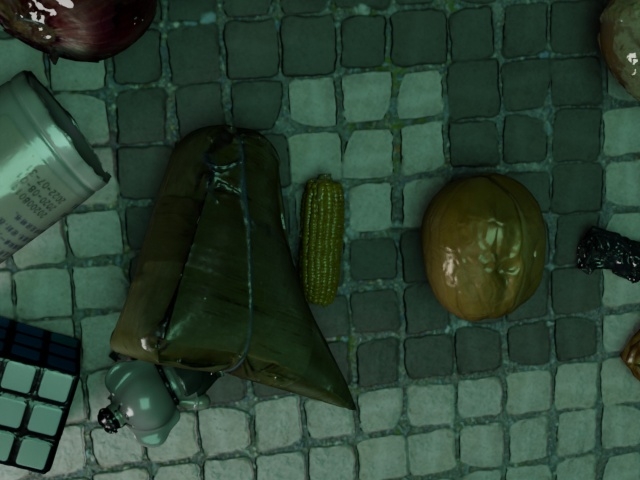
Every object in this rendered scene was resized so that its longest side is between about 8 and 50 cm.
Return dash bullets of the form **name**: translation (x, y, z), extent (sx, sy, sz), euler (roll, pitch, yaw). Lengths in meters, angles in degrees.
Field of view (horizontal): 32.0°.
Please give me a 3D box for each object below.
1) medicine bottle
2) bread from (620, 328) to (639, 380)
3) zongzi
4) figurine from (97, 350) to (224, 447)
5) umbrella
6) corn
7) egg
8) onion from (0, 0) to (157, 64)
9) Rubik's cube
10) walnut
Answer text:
- **medicine bottle**: translation (-0.469, -0.058, 1.495), extent (0.332, 0.190, 0.190), euler (-36, 107, -1)
- **bread**: translation (0.618, 0.190, 1.817), extent (0.222, 0.096, 0.181), euler (31, 96, -14)
- **zongzi**: translation (-0.073, 0.037, 1.608), extent (0.392, 0.174, 0.356), euler (19, 79, -28)
- **figurine**: translation (-0.239, 0.219, 1.636), extent (0.192, 0.126, 0.147), euler (-28, 101, -19)
- **umbrella**: translation (0.521, 0.029, 1.777), extent (0.224, 0.071, 0.080), euler (3, 130, -17)
- **corn**: translation (0.000, 0.000, 1.666), extent (0.068, 0.068, 0.207), euler (1, 106, -11)
- **egg**: translation (0.522, -0.291, 1.631), extent (0.245, 0.203, 0.203), euler (38, 94, -11)
- **onion**: translation (-0.325, -0.355, 1.446), extent (0.252, 0.252, 0.219), euler (23, 62, -15)
- **Rubik's cube**: translation (-0.437, 0.213, 1.581), extent (0.162, 0.160, 0.163), euler (15, 100, -14)
- **walnut**: translation (0.244, 0.009, 1.661), extent (0.193, 0.193, 0.226), euler (-14, 115, -8)
